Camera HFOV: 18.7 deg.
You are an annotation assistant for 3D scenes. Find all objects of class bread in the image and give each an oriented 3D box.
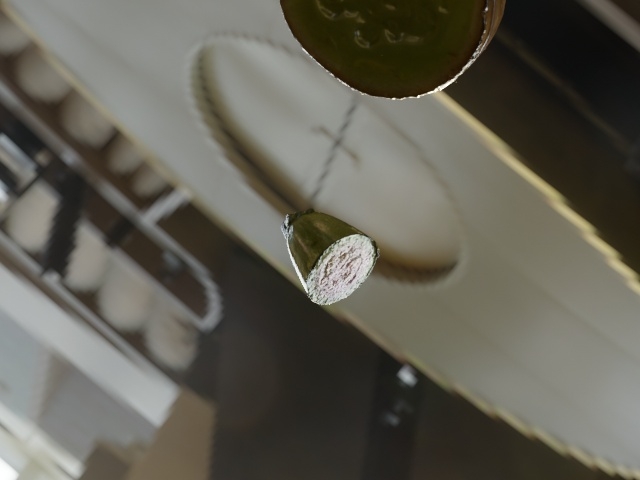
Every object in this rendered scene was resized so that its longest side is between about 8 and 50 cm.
[{"bbox_3d":[0.074,-0.255,1.985,0.236,0.070,0.236,9,-60,16],"label":"bread"}]

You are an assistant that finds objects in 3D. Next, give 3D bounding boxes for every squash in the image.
[{"bbox_3d":[-0.007,-0.003,2.327,0.132,0.105,0.105,48,-15,37],"label":"squash"}]
